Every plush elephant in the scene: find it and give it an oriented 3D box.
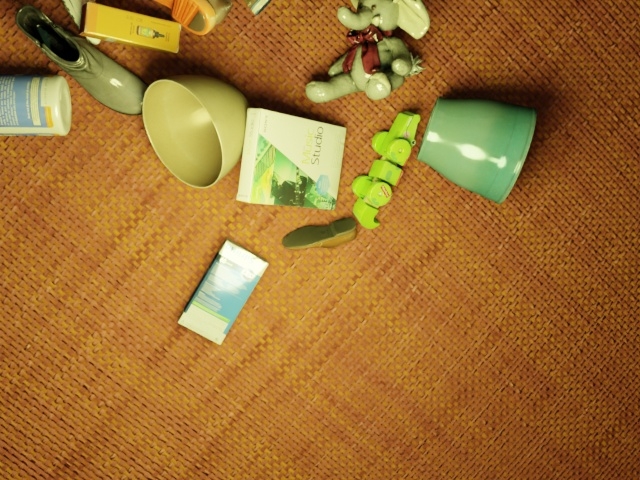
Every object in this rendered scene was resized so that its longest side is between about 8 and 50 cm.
[{"bbox_3d":[0.134,-0.521,1.693,0.330,0.272,0.255,-30,116,-33],"label":"plush elephant"}]

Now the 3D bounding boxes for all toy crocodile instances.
[{"bbox_3d":[0.183,-0.195,1.809,0.105,0.115,0.340,22,95,-30],"label":"toy crocodile"}]

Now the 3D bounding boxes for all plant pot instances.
[{"bbox_3d":[-0.284,-0.301,1.667,0.191,0.284,0.284,-39,103,-39],"label":"plant pot"},{"bbox_3d":[0.406,-0.265,1.770,0.255,0.271,0.271,19,94,3],"label":"plant pot"}]

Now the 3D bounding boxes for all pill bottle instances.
[{"bbox_3d":[-0.771,-0.335,1.621,0.272,0.152,0.152,-1,97,-9],"label":"pill bottle"}]

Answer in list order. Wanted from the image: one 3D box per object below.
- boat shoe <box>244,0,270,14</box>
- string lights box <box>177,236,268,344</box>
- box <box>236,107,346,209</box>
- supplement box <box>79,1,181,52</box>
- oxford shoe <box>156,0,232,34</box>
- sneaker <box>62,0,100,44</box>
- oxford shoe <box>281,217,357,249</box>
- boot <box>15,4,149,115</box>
[{"bbox_3d":[-0.129,-0.682,1.725,0.066,0.066,0.183,44,89,-10],"label":"boat shoe"},{"bbox_3d":[-0.266,0.137,1.794,0.133,0.077,0.259,31,91,-12],"label":"string lights box"},{"bbox_3d":[-0.068,-0.204,1.704,0.322,0.059,0.232,1,98,-46],"label":"box"},{"bbox_3d":[-0.475,-0.529,1.646,0.234,0.080,0.078,5,96,-29],"label":"supplement box"},{"bbox_3d":[-0.386,-0.683,1.678,0.364,0.130,0.132,44,56,-4],"label":"oxford shoe"},{"bbox_3d":[-0.603,-0.613,1.653,0.095,0.090,0.235,-28,102,-16],"label":"sneaker"},{"bbox_3d":[0.000,0.000,1.828,0.212,0.076,0.076,-11,138,2],"label":"oxford shoe"},{"bbox_3d":[-0.573,-0.425,1.605,0.338,0.223,0.118,31,90,-11],"label":"boot"}]
